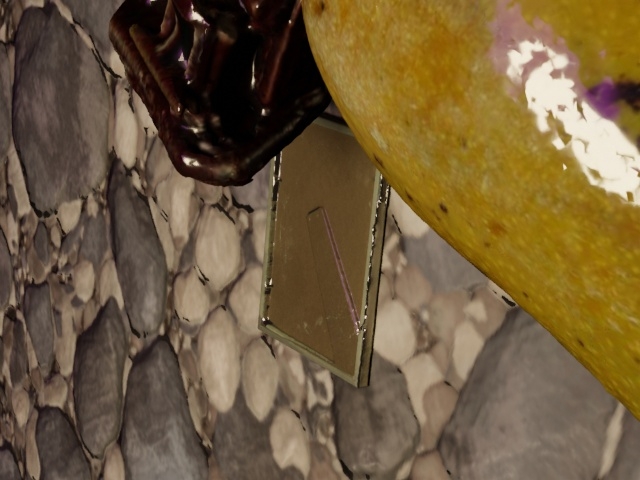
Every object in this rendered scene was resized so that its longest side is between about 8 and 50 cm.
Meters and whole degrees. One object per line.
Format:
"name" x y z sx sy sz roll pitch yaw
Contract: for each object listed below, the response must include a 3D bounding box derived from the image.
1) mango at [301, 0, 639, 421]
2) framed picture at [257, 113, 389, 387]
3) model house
"mango" 0.102 -0.054 0.499 0.176 0.176 0.329 -31 58 8
"framed picture" 0.000 0.000 0.785 0.109 0.011 0.149 27 117 51
"model house" -0.043 -0.153 0.714 0.203 0.141 0.164 51 144 42
